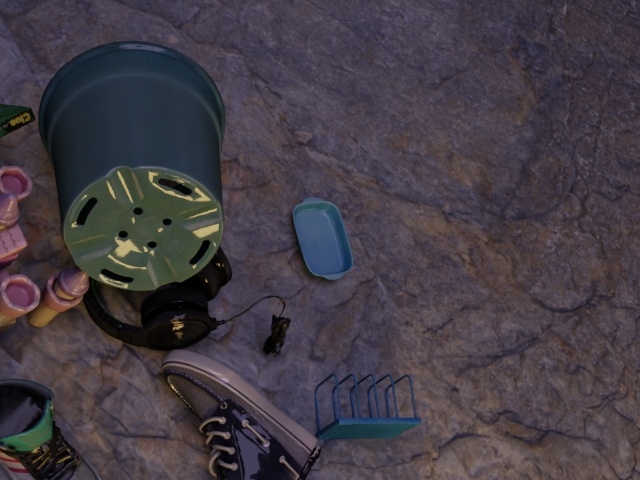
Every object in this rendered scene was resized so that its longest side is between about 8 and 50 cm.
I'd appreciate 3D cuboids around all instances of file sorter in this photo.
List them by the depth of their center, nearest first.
[{"bbox_3d":[0.085,0.320,1.661,0.170,0.118,0.104,4,62,-23],"label":"file sorter"}]

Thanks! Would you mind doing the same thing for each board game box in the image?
[{"bbox_3d":[-0.623,-0.204,1.517,0.136,0.259,0.030,-35,122,-33],"label":"board game box"}]

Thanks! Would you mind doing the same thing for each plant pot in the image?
[{"bbox_3d":[-0.310,-0.114,1.475,0.341,0.341,0.334,6,36,-22],"label":"plant pot"}]

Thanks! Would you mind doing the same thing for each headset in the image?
[{"bbox_3d":[-0.250,0.113,1.617,0.394,0.185,0.243,17,57,0],"label":"headset"}]

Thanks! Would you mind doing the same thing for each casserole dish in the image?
[{"bbox_3d":[0.000,0.000,1.812,0.114,0.037,0.188,-7,71,-27],"label":"casserole dish"}]

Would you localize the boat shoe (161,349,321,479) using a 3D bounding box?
[{"bbox_3d":[-0.164,0.345,1.526,0.340,0.127,0.158,36,50,-7],"label":"boat shoe"}]

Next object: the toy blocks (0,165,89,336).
[{"bbox_3d":[-0.551,0.010,1.383,0.309,0.260,0.288,-17,75,-49],"label":"toy blocks"}]

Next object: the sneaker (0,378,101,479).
[{"bbox_3d":[-0.450,0.328,1.378,0.295,0.178,0.124,43,57,-2],"label":"sneaker"}]
